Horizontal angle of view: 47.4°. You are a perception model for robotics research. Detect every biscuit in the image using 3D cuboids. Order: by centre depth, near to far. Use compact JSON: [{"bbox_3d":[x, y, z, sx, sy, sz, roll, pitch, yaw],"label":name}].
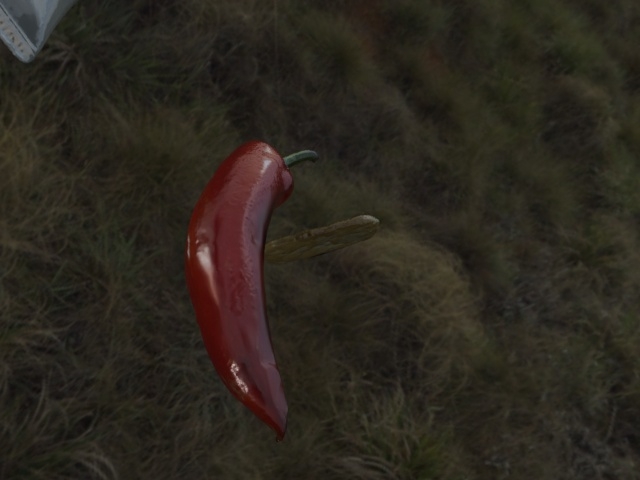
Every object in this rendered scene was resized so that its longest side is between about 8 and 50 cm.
[{"bbox_3d":[0.000,0.000,0.863,0.071,0.147,0.018,63,13,-68],"label":"biscuit"}]

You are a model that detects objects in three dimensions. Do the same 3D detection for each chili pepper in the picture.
[{"bbox_3d":[-0.075,0.012,0.741,0.137,0.091,0.369,34,44,-29],"label":"chili pepper"}]

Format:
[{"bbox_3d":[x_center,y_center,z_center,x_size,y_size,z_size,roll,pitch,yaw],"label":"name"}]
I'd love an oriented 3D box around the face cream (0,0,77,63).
[{"bbox_3d":[-0.194,-0.232,0.515,0.143,0.089,0.314,59,15,-26],"label":"face cream"}]
